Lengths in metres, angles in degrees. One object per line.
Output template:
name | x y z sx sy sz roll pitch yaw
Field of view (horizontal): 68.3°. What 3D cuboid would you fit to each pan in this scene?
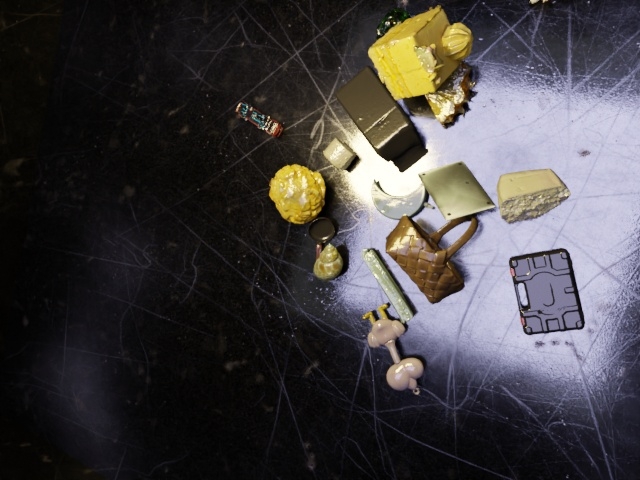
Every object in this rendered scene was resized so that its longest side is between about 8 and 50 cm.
pan | 0.000 -0.001 2.006 0.114 0.040 0.212 4 112 -4

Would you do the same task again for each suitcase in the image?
suitcase | 0.798 0.183 1.673 0.206 0.066 0.286 -12 86 22

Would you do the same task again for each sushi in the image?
sushi | 0.285 -0.779 1.838 0.124 0.127 0.225 19 97 23

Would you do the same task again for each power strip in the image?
power strip | 0.322 -0.164 1.870 0.253 0.054 0.168 5 95 23

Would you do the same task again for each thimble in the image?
thimble | 0.078 -0.353 1.941 0.090 0.102 0.115 -48 67 17

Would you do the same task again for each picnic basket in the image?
picnic basket | 0.433 0.016 1.704 0.336 0.293 0.338 2 105 7

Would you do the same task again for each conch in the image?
conch | 0.033 0.103 1.967 0.173 0.105 0.116 -42 71 26

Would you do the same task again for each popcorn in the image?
popcorn | -0.090 -0.197 1.959 0.249 0.190 0.251 1 108 2

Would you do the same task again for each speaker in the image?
speaker | 0.243 -0.474 1.866 0.180 0.184 0.389 -37 67 17

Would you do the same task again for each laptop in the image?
laptop | 0.486 -0.186 1.710 0.187 0.015 0.269 -16 49 -3

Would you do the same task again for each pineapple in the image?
pineapple | 0.473 -0.556 1.773 0.186 0.114 0.237 28 104 19

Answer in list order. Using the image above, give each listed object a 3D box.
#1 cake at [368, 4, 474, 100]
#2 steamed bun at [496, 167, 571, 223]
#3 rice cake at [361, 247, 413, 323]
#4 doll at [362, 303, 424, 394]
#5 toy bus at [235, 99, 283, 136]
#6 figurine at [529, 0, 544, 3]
cake | 0.359 -0.655 1.646 0.227 0.222 0.285 -49 29 -20
steamed bun | 0.735 -0.145 1.638 0.225 0.200 0.171 -8 127 20
rice cake | 0.265 0.173 1.890 0.062 0.066 0.337 -32 78 11
doll | 0.294 0.441 1.870 0.160 0.094 0.366 -29 82 10
toy bus | -0.268 -0.535 2.083 0.234 0.096 0.074 36 103 18
figurine | 0.830 -0.900 1.626 0.228 0.111 0.138 -22 74 34
